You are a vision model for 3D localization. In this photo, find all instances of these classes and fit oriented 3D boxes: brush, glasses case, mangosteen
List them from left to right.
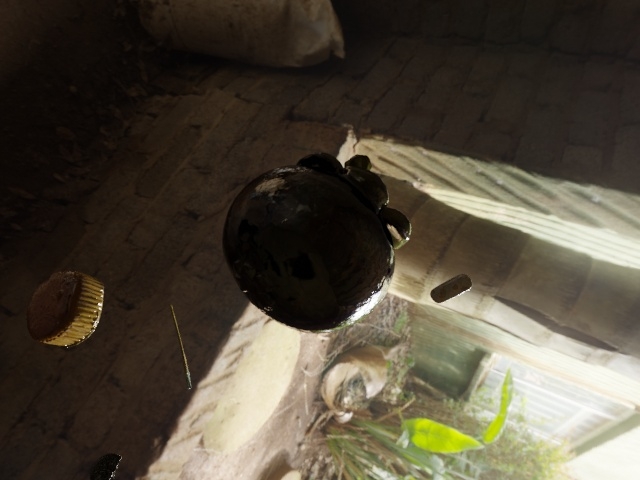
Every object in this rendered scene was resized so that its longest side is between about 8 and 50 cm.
[{"bbox_3d":[-0.340,0.250,0.984,0.011,0.083,0.205,-12,102,-19],"label":"brush"},{"bbox_3d":[-0.010,0.006,0.734,0.330,0.331,0.329,-48,147,-44],"label":"mangosteen"},{"bbox_3d":[0.247,0.092,0.774,0.083,0.032,0.021,-34,-175,29],"label":"glasses case"}]

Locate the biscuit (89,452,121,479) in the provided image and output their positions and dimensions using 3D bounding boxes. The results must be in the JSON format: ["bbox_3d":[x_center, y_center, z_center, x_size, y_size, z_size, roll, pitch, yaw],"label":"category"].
[{"bbox_3d":[-0.608,0.654,1.160,0.089,0.087,0.027,-23,149,-29],"label":"biscuit"}]

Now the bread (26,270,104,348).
[{"bbox_3d":[-0.670,0.174,1.065,0.199,0.199,0.104,-65,152,-15],"label":"bread"}]
